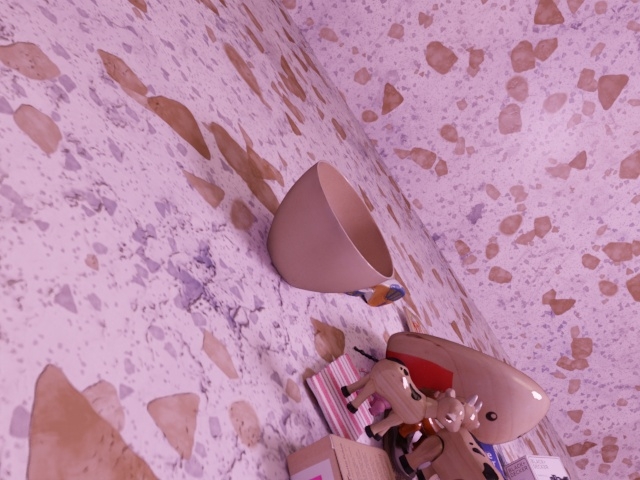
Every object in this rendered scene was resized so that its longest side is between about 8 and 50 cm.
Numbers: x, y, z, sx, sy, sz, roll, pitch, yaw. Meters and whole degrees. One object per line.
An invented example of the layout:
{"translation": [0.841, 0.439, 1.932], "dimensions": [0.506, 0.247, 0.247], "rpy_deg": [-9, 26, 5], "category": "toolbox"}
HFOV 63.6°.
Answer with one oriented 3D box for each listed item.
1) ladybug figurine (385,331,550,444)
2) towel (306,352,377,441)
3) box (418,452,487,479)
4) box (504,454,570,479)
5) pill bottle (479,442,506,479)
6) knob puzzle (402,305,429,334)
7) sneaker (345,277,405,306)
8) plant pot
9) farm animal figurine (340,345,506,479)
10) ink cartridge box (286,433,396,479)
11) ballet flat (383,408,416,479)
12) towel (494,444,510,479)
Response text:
{"translation": [0.298, 0.333, 1.174], "dimensions": [0.305, 0.161, 0.449], "rpy_deg": [33, -13, -19], "category": "ladybug figurine"}
{"translation": [0.043, 0.305, 0.992], "dimensions": [0.144, 0.029, 0.197], "rpy_deg": [62, 21, 10], "category": "towel"}
{"translation": [0.318, 0.556, 1.155], "dimensions": [0.182, 0.119, 0.180], "rpy_deg": [43, 24, -39], "category": "box"}
{"translation": [0.656, 0.761, 1.446], "dimensions": [0.169, 0.087, 0.289], "rpy_deg": [17, 39, -29], "category": "box"}
{"translation": [0.398, 0.572, 1.335], "dimensions": [0.123, 0.123, 0.219], "rpy_deg": [47, 21, -32], "category": "pill bottle"}
{"translation": [0.330, 0.327, 1.689], "dimensions": [0.213, 0.030, 0.213], "rpy_deg": [49, 20, -25], "category": "knob puzzle"}
{"translation": [0.140, 0.096, 1.434], "dimensions": [0.296, 0.112, 0.130], "rpy_deg": [33, 31, -54], "category": "sneaker"}
{"translation": [0.000, 0.000, 1.092], "dimensions": [0.284, 0.191, 0.284], "rpy_deg": [50, 19, -25], "category": "plant pot"}
{"translation": [0.211, 0.337, 0.881], "dimensions": [0.330, 0.172, 0.326], "rpy_deg": [44, 12, -51], "category": "farm animal figurine"}
{"translation": [0.057, 0.419, 0.742], "dimensions": [0.193, 0.088, 0.234], "rpy_deg": [39, 26, -47], "category": "ink cartridge box"}
{"translation": [0.155, 0.420, 1.070], "dimensions": [0.084, 0.058, 0.250], "rpy_deg": [38, 15, -4], "category": "ballet flat"}
{"translation": [0.567, 0.667, 1.717], "dimensions": [0.285, 0.034, 0.209], "rpy_deg": [60, 13, -25], "category": "towel"}
